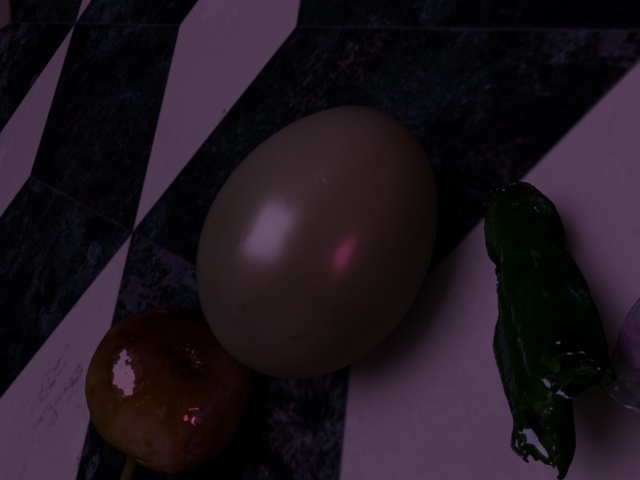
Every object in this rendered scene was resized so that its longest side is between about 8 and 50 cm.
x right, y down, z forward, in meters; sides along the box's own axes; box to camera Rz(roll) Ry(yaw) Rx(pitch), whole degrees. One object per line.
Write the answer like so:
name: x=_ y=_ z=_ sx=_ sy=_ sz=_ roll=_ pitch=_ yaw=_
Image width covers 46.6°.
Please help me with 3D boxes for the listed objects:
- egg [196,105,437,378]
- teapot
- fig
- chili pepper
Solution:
egg: x=0.000 y=0.000 z=0.624 sx=0.241 sy=0.186 sz=0.186 roll=-57 pitch=40 yaw=0
teapot: x=0.208 y=0.070 z=0.468 sx=0.064 sy=0.064 sz=0.083 roll=-53 pitch=8 yaw=23
fig: x=-0.168 y=0.184 z=0.762 sx=0.257 sy=0.159 sz=0.159 roll=-59 pitch=35 yaw=36
chili pepper: x=0.149 y=0.051 z=0.501 sx=0.224 sy=0.061 sz=0.098 roll=-90 pitch=16 yaw=-50
